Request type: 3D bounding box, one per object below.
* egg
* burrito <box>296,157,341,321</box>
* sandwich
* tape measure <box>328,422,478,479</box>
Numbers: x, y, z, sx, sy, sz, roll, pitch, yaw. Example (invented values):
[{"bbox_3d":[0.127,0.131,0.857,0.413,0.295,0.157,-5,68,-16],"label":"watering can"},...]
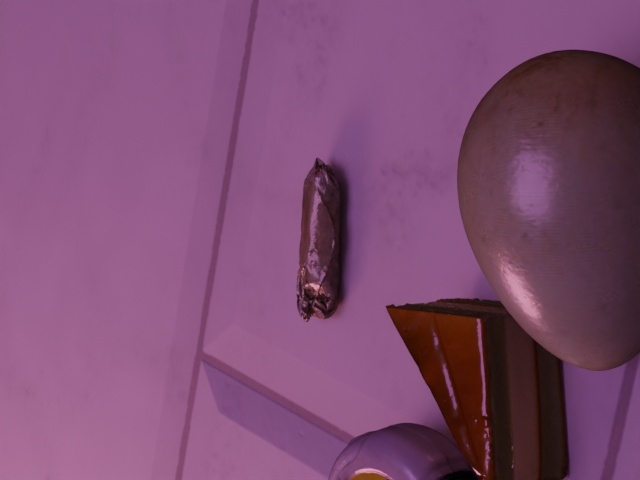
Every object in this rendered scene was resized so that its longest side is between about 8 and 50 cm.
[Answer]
[{"bbox_3d":[0.238,-0.027,1.660,0.218,0.218,0.295,-1,103,50],"label":"egg"},{"bbox_3d":[-0.001,0.000,2.071,0.058,0.045,0.188,4,92,43],"label":"burrito"},{"bbox_3d":[0.158,0.152,1.836,0.144,0.117,0.187,-4,90,52],"label":"sandwich"},{"bbox_3d":[0.092,0.293,1.912,0.236,0.120,0.197,28,118,40],"label":"tape measure"}]
